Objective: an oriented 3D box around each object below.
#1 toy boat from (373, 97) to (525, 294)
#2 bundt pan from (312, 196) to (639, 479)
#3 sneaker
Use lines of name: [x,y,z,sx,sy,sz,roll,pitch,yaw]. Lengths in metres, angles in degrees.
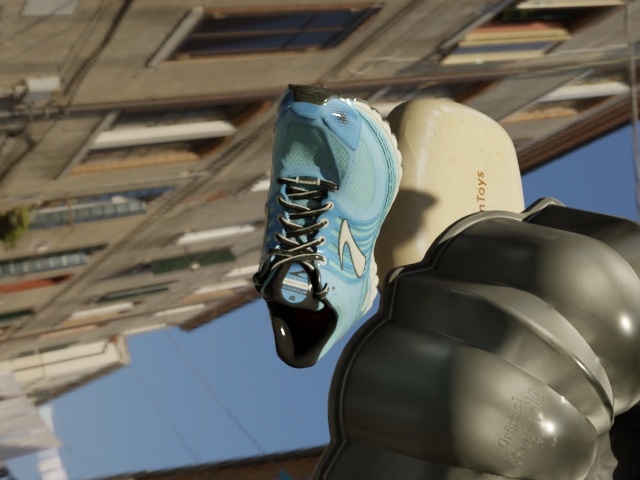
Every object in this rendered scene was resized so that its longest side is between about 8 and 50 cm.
toy boat: [0.168,0.005,1.064,0.148,0.318,0.268,-17,-117,52]
bundt pan: [0.170,0.138,0.593,0.124,0.330,0.331,1,-81,62]
sneaker: [0.000,0.000,0.488,0.063,0.073,0.162,12,-49,17]
